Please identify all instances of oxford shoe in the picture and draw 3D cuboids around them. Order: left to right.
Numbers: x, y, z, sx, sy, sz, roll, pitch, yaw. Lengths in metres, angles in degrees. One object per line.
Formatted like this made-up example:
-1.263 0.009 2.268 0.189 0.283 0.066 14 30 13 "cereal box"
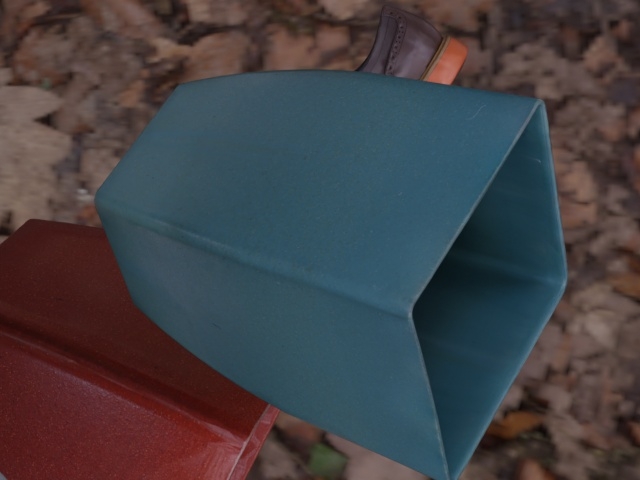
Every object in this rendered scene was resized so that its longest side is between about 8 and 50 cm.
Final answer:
0.021 -0.090 1.822 0.098 0.097 0.271 34 98 -6 "oxford shoe"

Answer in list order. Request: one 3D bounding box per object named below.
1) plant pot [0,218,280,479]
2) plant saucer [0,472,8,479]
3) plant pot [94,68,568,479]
-0.170 0.136 1.437 0.236 0.267 0.267 27 114 4 "plant pot"
-0.352 0.170 1.063 0.400 0.400 0.100 26 53 -22 "plant saucer"
0.000 0.000 1.166 0.165 0.234 0.165 -56 149 -31 "plant pot"
